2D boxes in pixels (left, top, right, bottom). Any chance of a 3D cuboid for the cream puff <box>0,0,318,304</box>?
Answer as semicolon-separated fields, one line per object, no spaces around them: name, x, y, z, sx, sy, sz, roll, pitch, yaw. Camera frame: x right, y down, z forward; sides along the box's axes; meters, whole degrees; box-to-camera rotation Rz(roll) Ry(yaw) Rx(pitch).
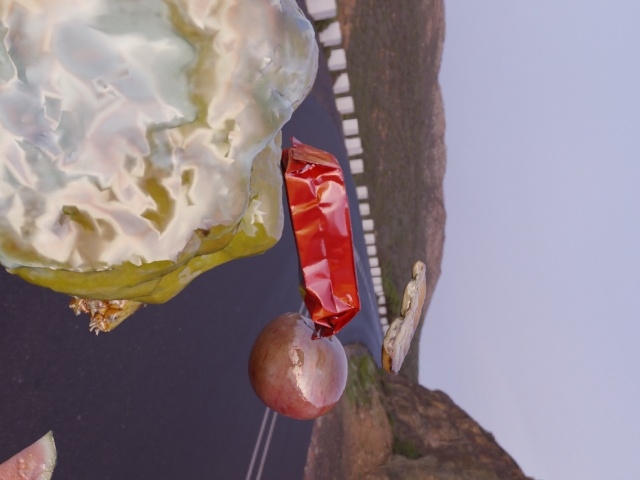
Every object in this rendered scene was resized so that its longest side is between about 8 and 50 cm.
cream puff;-0.176;-0.128;0.483;0.275;0.378;0.378;-155;-123;-73

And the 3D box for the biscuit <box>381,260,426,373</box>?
biscuit;0.226;0.209;1.341;0.299;0.045;0.154;-62;150;-27

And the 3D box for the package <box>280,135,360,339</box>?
package;-0.001;-0.001;1.073;0.196;0.123;0.424;-105;-174;-69

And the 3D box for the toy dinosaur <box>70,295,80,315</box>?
toy dinosaur;-0.608;0.077;1.210;0.057;0.142;0.212;-29;97;-40

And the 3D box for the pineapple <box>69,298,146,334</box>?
pineapple;-0.300;0.051;0.863;0.079;0.135;0.233;44;35;2

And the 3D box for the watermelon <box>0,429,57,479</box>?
watermelon;-0.514;0.411;0.792;0.245;0.063;0.119;-43;135;-56

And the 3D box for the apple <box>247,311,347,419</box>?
apple;-0.065;0.371;1.556;0.345;0.344;0.269;-61;163;-81
